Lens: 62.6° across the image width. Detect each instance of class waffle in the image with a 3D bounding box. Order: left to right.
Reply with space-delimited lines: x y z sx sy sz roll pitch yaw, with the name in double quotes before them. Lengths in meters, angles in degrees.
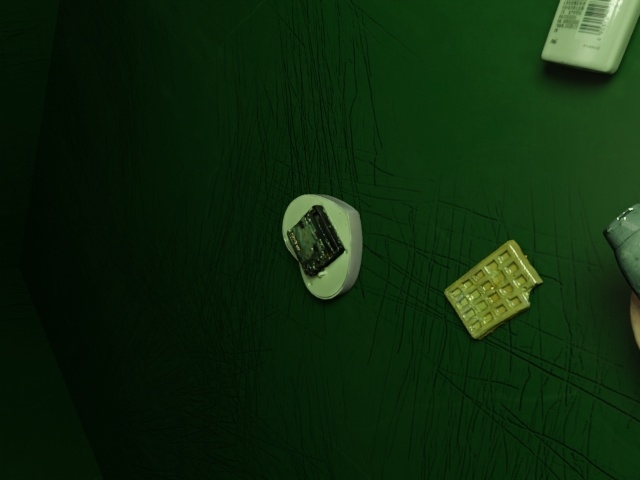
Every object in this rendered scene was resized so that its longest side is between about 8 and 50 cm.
"waffle" 0.240 0.071 0.730 0.135 0.021 0.092 -47 61 40

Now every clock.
"clock" 0.000 0.000 0.942 0.172 0.064 0.198 -44 65 41

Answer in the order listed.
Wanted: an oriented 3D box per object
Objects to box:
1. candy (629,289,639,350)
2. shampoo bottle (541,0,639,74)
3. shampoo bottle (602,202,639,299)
"candy" 0.423 0.073 0.485 0.255 0.094 0.255 8 101 45
"shampoo bottle" 0.320 -0.303 0.571 0.086 0.056 0.227 31 117 42
"shampoo bottle" 0.348 0.064 0.454 0.233 0.049 0.087 54 131 26
